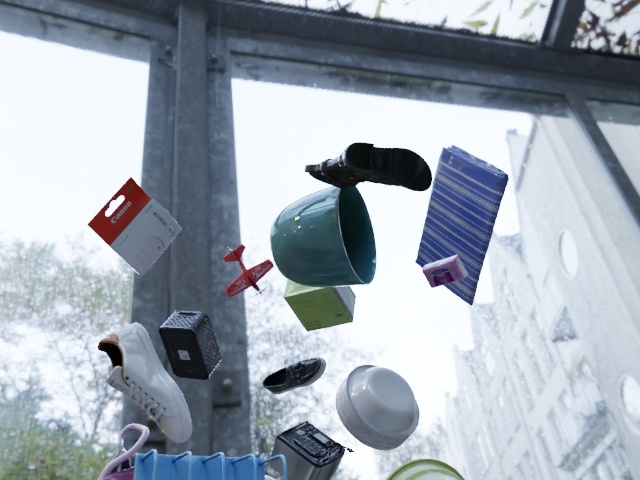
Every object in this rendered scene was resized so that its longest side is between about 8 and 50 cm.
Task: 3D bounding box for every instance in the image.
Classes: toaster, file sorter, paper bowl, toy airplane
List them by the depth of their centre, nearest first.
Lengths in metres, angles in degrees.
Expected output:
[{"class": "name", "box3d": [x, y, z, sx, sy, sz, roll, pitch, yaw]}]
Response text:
[{"class": "file sorter", "box3d": [-0.133, 0.317, 0.753, 0.170, 0.118, 0.104, 11, -28, -23]}, {"class": "toy airplane", "box3d": [-0.195, 0.076, 1.595, 0.151, 0.151, 0.028, -18, 5, 11]}, {"class": "toaster", "box3d": [-0.029, 0.626, 1.817, 0.168, 0.185, 0.110, -3, -63, -58]}, {"class": "paper bowl", "box3d": [0.204, 0.540, 2.094, 0.284, 0.284, 0.148, 13, -53, -27]}]

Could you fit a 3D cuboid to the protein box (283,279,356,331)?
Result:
[{"class": "protein box", "box3d": [0.002, 0.212, 2.338, 0.199, 0.136, 0.201, -15, -53, 22]}]

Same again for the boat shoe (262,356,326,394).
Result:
[{"class": "boat shoe", "box3d": [-0.088, 0.418, 1.964, 0.228, 0.080, 0.076, -26, -39, 28]}]

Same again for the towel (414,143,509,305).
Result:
[{"class": "towel", "box3d": [0.342, -0.044, 1.535, 0.040, 0.243, 0.336, -2, -65, -27]}]

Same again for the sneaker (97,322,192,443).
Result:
[{"class": "sneaker", "box3d": [-0.390, 0.324, 1.352, 0.123, 0.290, 0.106, -17, -25, -47]}]

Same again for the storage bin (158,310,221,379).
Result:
[{"class": "storage bin", "box3d": [-0.370, 0.299, 1.785, 0.122, 0.084, 0.180, 0, -62, 22]}]

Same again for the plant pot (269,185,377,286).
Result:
[{"class": "plant pot", "box3d": [0.000, 0.000, 1.758, 0.235, 0.293, 0.293, -12, -36, 22]}]

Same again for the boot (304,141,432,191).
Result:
[{"class": "boot", "box3d": [0.115, -0.167, 1.531, 0.262, 0.091, 0.229, 16, -12, -20]}]

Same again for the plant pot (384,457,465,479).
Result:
[{"class": "plant pot", "box3d": [0.289, 0.660, 1.417, 0.275, 0.276, 0.254, 3, -8, -16]}]

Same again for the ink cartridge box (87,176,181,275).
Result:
[{"class": "ink cartridge box", "box3d": [-0.524, -0.036, 1.791, 0.066, 0.189, 0.232, 24, -23, 30]}]

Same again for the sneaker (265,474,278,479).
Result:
[{"class": "sneaker", "box3d": [-0.233, 0.649, 1.609, 0.350, 0.131, 0.148, -4, -23, 45]}]

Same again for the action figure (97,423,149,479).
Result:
[{"class": "action figure", "box3d": [-0.506, 0.599, 1.386, 0.370, 0.276, 0.248, -9, -4, -42]}]

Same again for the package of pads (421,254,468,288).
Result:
[{"class": "package of pads", "box3d": [0.257, 0.065, 1.290, 0.083, 0.032, 0.050, -23, -78, 37]}]
